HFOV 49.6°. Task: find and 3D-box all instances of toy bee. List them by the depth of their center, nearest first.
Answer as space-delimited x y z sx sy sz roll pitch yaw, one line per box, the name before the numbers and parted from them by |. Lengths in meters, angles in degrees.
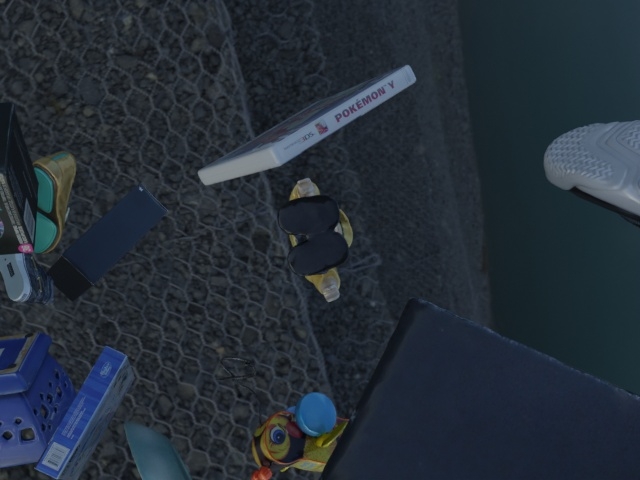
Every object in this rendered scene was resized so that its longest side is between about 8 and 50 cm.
toy bee | -0.047 0.333 1.127 0.298 0.195 0.162 15 52 4

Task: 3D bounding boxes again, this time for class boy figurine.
boy figurine | 0.000 0.000 1.007 0.092 0.285 0.177 -14 88 5

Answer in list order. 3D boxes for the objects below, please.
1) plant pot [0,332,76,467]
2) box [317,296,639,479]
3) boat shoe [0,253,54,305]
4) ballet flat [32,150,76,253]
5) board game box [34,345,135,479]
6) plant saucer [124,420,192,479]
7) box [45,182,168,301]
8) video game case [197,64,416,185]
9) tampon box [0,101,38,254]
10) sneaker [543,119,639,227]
plant pot | -0.697 0.341 1.519 0.236 0.236 0.212 -7 114 -3
box | 0.118 0.375 0.591 0.472 0.297 0.480 -59 159 -16
boat shoe | -0.602 0.053 1.408 0.083 0.065 0.183 31 29 -59
ballet flat | -0.450 -0.061 1.169 0.080 0.232 0.073 38 46 0
board game box | -0.167 0.128 0.503 0.020 0.090 0.090 26 66 0
plant saucer | -0.163 0.284 0.784 0.037 0.195 0.195 -27 110 -15
box | -0.504 0.005 1.632 0.103 0.184 0.261 45 55 -10
video game case | -0.022 -0.120 0.740 0.183 0.201 0.023 -35 106 -25
tampon box | -0.378 -0.054 0.688 0.161 0.101 0.120 -6 141 -11
sneaker | 0.314 -0.001 0.573 0.101 0.268 0.153 -48 142 -32
